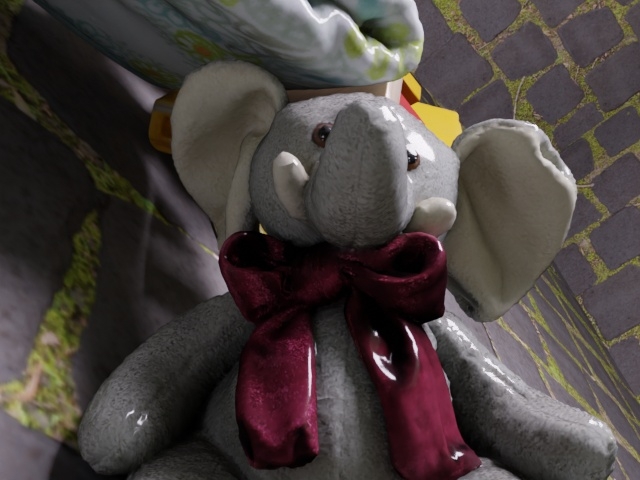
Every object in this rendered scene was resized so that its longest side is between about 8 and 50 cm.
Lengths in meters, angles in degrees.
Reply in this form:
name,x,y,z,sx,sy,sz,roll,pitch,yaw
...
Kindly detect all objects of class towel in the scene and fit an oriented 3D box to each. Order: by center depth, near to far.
name,x,y,z,sx,sy,sz,roll,pitch,yaw
towel,-0.157,-0.209,0.493,0.374,0.090,0.320,31,-5,-33

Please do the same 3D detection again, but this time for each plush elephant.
name,x,y,z,sx,sy,sz,roll,pitch,yaw
plush elephant,0.017,0.030,0.417,0.330,0.271,0.256,-90,-177,-84

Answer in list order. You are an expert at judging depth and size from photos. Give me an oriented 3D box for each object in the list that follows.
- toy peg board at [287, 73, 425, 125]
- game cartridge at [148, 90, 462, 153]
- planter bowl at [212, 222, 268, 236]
name,x,y,z,sx,sy,sz,roll,pitch,yaw
toy peg board,0.011,-0.089,0.588,0.079,0.161,0.161,46,38,-31
game cartridge,0.008,-0.119,0.812,0.285,0.053,0.324,14,19,4
planter bowl,0.000,0.000,0.746,0.217,0.090,0.217,46,18,-20
